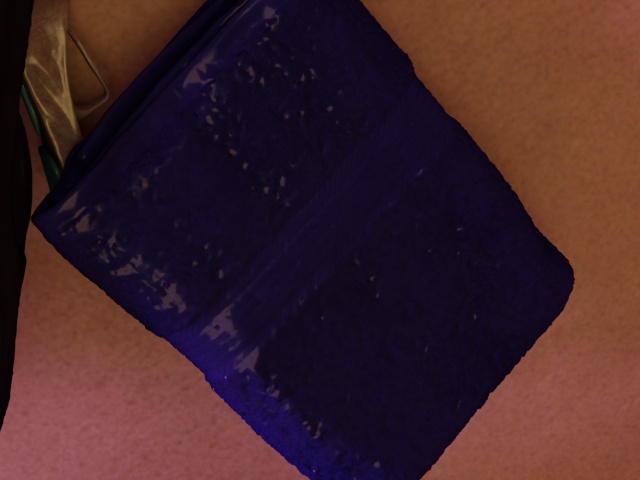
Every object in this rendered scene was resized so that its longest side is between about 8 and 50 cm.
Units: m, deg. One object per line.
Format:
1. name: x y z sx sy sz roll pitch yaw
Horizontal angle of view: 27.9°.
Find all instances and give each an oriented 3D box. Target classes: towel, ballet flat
1. towel: 0.000 0.000 0.789 0.227 0.076 0.308 -47 116 -8
2. ballet flat: -0.144 -0.064 0.759 0.052 0.057 0.168 -21 120 -13

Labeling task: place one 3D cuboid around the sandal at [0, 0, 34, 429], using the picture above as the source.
1. sandal: -0.220 -0.027 0.719 0.168 0.107 0.445 17 104 14
